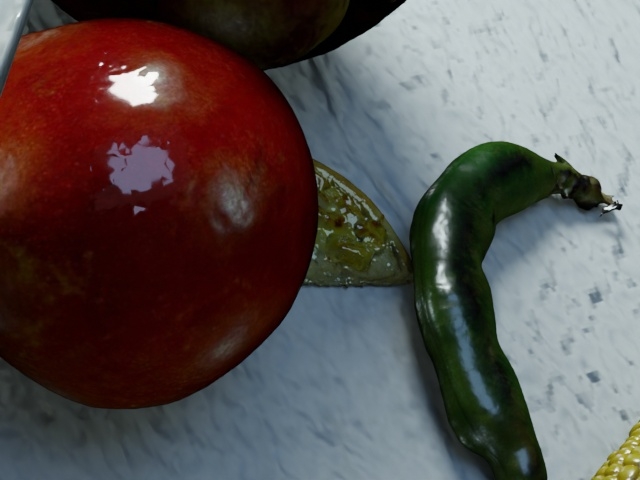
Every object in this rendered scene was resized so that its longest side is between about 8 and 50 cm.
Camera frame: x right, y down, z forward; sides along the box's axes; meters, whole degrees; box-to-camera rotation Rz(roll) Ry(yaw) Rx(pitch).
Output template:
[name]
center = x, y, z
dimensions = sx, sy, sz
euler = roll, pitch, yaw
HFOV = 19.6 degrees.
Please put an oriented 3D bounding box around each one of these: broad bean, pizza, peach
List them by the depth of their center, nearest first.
[peach]
center = -0.116, -0.023, 1.023
dimensions = 0.243, 0.199, 0.243
euler = 25, 27, -14
[pizza]
center = 0.000, 0.000, 1.185
dimensions = 0.123, 0.026, 0.108
euler = 43, 52, 9
[broad bean]
center = 0.117, 0.028, 1.199
dimensions = 0.144, 0.049, 0.292
euler = 33, 46, -13

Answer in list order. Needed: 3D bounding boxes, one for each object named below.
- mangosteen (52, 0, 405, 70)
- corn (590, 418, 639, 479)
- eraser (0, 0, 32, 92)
[mangosteen]
center = -0.059, -0.243, 1.138
dimensions = 0.307, 0.307, 0.347
euler = 21, 17, -9
[corn]
center = 0.243, 0.130, 1.158
dimensions = 0.091, 0.091, 0.260
euler = 25, 42, 24
[eraser]
center = -0.211, 0.000, 0.841
dimensions = 0.082, 0.397, 0.213
euler = 21, 50, -9
